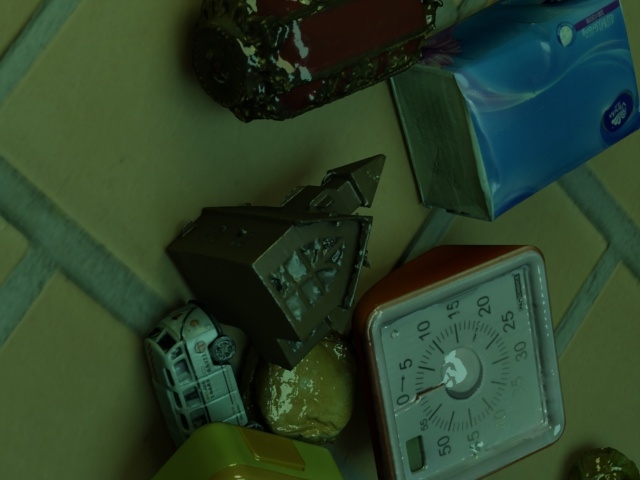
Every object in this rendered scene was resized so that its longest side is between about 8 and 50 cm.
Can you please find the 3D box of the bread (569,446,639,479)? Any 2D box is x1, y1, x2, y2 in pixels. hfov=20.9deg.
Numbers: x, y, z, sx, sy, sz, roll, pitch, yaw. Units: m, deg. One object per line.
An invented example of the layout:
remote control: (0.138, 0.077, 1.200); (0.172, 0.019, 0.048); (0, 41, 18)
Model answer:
bread: (0.363, 0.406, 2.306); (0.087, 0.098, 0.269); (-16, 116, -80)

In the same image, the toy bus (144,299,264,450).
toy bus: (-0.130, 0.164, 1.871); (0.089, 0.087, 0.194); (-25, 116, -21)

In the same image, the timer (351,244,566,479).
timer: (0.139, 0.152, 2.007); (0.250, 0.161, 0.257); (-28, 117, -42)

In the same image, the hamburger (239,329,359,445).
hamburger: (-0.022, 0.160, 1.955); (0.138, 0.083, 0.147); (10, 92, -35)

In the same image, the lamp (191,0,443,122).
lamp: (-0.005, -0.228, 1.831); (0.274, 0.177, 0.177); (-28, 116, -31)

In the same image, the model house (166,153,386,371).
model house: (0.000, 0.000, 1.868); (0.248, 0.181, 0.176); (-44, 118, -24)

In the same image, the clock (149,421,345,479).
clock: (-0.074, 0.278, 1.840); (0.202, 0.096, 0.143); (20, 123, -42)

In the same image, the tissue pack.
tissue pack: (0.234, -0.171, 2.039); (0.263, 0.146, 0.198); (-31, 118, -30)
